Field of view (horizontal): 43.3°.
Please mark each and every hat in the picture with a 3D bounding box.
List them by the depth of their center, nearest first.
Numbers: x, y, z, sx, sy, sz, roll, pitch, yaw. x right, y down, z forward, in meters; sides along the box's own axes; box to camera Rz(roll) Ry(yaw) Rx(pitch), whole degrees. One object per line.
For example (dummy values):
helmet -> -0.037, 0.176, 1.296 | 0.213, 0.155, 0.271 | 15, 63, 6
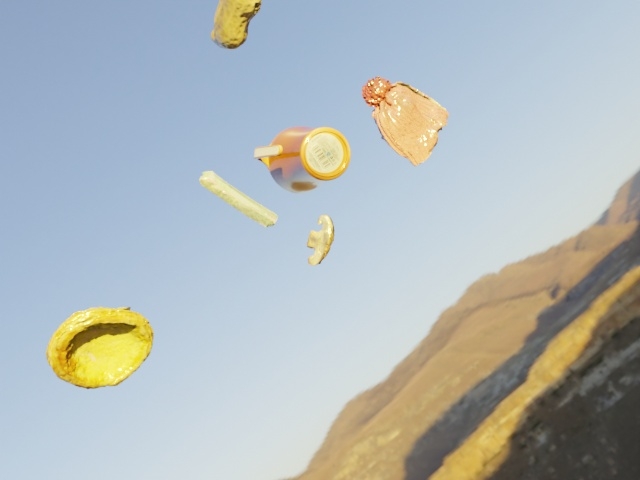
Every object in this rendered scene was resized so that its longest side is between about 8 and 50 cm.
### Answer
hat -> 0.238, -0.378, 2.409 | 0.107, 0.286, 0.236 | -29, 28, 56

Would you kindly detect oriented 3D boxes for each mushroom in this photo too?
mushroom -> -0.001, 0.000, 1.539 | 0.019, 0.049, 0.101 | 10, -86, -69

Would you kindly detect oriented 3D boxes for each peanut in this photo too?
peanut -> -0.181, -0.500, 1.720 | 0.099, 0.099, 0.214 | -25, -29, -46

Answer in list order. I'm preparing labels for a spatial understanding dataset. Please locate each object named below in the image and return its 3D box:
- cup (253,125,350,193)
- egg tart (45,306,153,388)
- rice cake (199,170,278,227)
cup -> -0.046, -0.217, 2.077 | 0.226, 0.182, 0.264 | 4, 0, -18
egg tart -> -0.617, 0.280, 2.243 | 0.294, 0.123, 0.294 | -17, -51, -22
rice cake -> -0.192, -0.097, 1.905 | 0.034, 0.211, 0.043 | -46, 22, 28
